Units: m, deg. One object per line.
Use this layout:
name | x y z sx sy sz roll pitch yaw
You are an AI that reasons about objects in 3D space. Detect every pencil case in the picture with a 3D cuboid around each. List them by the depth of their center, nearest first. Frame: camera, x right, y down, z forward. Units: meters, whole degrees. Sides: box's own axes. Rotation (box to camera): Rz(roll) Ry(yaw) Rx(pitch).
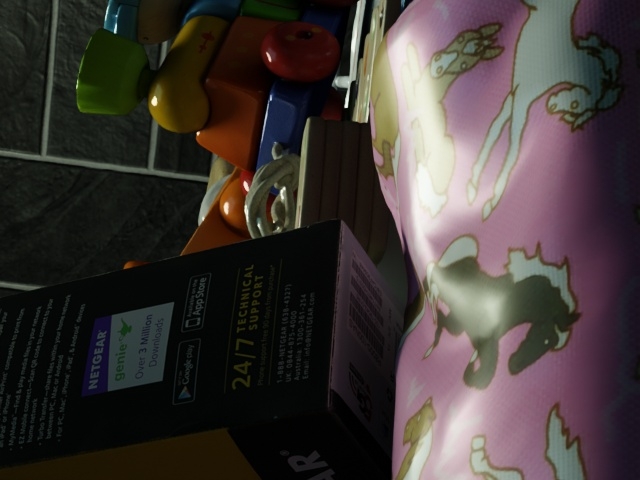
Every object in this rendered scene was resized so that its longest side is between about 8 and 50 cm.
pencil case | 0.080 0.105 0.455 0.167 0.160 0.386 85 -172 -60

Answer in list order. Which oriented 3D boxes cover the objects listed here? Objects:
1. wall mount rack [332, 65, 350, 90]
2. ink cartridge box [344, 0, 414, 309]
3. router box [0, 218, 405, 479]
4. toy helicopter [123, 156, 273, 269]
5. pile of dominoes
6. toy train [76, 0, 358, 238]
wall mount rack | 0.038 -0.069 1.845 0.304 0.130 0.350 -141 58 -82
ink cartridge box | 0.087 -0.077 0.933 0.307 0.129 0.223 -95 11 -72
router box | -0.041 0.133 0.683 0.309 0.243 0.081 54 -149 -44
toy helicopter | -0.047 0.069 1.032 0.355 0.140 0.235 -97 18 -54
pile of dominoes | 0.000 0.000 0.835 0.251 0.040 0.196 110 165 -73
toy train | -0.066 -0.074 0.901 0.248 0.143 0.105 -71 -7 -54
